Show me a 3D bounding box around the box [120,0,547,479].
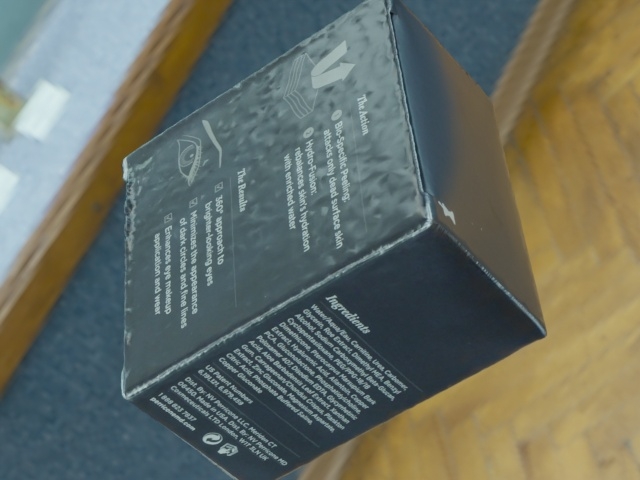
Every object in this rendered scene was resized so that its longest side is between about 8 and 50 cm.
[{"bbox_3d":[0.000,0.000,0.753,0.158,0.093,0.156,-31,39,22],"label":"box"}]
